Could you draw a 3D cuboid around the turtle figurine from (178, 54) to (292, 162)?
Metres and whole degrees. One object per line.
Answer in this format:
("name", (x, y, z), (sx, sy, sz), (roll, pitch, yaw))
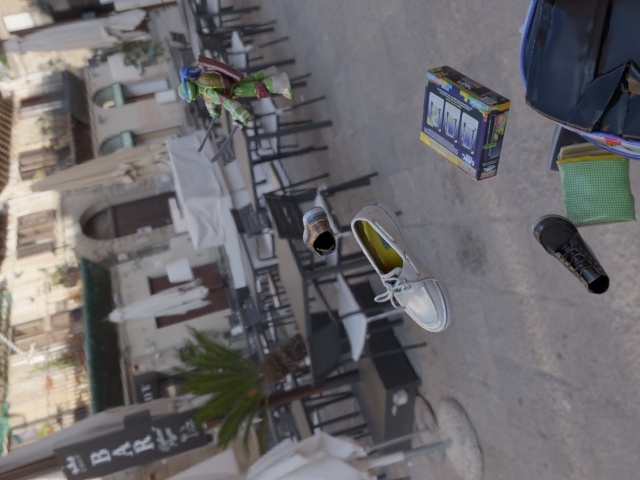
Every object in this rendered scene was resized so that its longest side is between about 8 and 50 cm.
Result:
("turtle figurine", (-0.212, -0.335, 1.601), (0.198, 0.266, 0.275), (149, 102, -74))

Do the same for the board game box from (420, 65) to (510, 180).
("board game box", (0.245, -0.205, 1.088), (0.170, 0.048, 0.141), (50, 150, 44))

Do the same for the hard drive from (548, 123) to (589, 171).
("hard drive", (0.708, -0.302, 1.671), (0.054, 0.172, 0.255), (-112, 31, -66))

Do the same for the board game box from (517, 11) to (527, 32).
("board game box", (0.678, -0.565, 1.446), (0.066, 0.318, 0.318), (-67, 3, -66))

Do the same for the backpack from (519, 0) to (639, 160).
("backpack", (0.303, -0.198, 0.530), (0.276, 0.213, 0.263), (29, 99, 42))

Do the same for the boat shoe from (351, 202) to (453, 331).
("boat shoe", (0.189, 0.084, 1.547), (0.136, 0.156, 0.367), (-28, 93, 37))

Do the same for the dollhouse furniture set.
("dollhouse furniture set", (0.703, -0.152, 1.422), (0.151, 0.301, 0.198), (30, -126, -71))

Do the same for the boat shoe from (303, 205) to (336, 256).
("boat shoe", (0.000, 0.000, 1.358), (0.183, 0.066, 0.066), (70, 176, -63))

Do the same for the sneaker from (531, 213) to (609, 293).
("sneaker", (0.570, 0.029, 1.410), (0.222, 0.083, 0.118), (31, -154, -27))
